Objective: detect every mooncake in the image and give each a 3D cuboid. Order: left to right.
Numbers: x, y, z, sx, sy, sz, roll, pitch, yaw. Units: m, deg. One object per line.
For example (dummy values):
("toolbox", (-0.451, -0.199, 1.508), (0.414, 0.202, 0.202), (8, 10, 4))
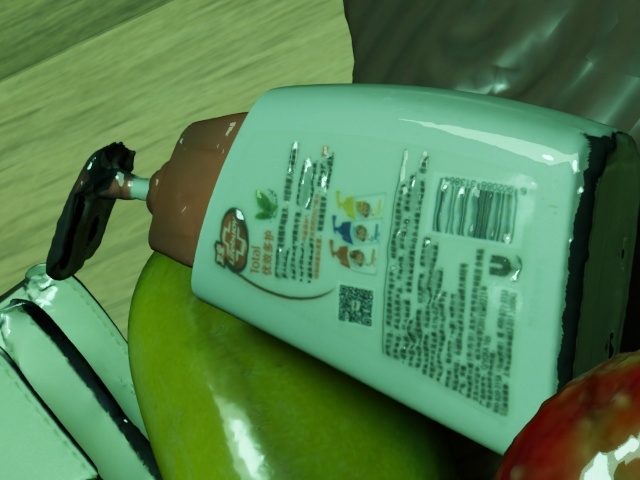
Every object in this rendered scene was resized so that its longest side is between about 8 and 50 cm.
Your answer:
("mooncake", (0.127, -0.084, 0.934), (0.334, 0.174, 0.326), (19, 75, 42))

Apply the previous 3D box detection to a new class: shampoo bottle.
("shampoo bottle", (0.000, 0.000, 0.817), (0.284, 0.071, 0.153), (13, 100, 32))

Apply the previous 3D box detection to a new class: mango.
("mango", (-0.016, 0.083, 0.908), (0.114, 0.156, 0.251), (-48, 57, 42))

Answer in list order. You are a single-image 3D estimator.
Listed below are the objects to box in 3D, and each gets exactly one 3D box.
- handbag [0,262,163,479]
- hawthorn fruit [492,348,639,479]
("handbag", (-0.222, 0.211, 0.938), (0.358, 0.237, 0.160), (-34, 11, 13))
("hawthorn fruit", (0.182, 0.144, 0.665), (0.258, 0.262, 0.258), (-15, 44, 14))
